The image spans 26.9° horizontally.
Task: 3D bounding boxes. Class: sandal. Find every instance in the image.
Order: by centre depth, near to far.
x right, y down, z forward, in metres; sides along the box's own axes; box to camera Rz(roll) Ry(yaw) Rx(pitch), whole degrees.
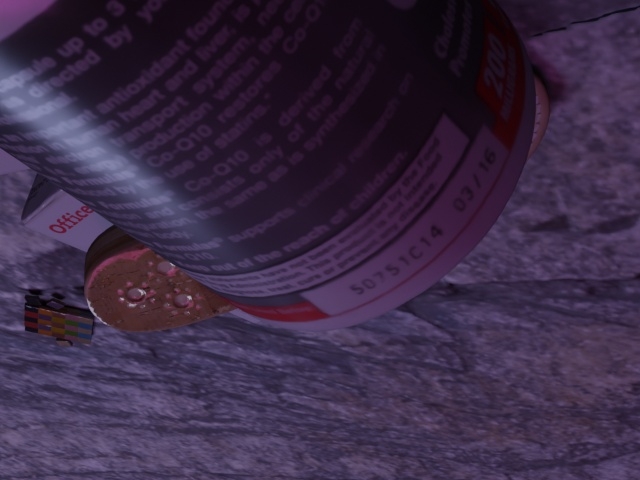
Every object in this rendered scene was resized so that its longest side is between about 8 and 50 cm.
[{"bbox_3d":[0.003,0.004,0.615,0.240,0.079,0.088,-22,131,10],"label":"sandal"}]

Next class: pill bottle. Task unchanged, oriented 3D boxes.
[{"bbox_3d":[-0.060,-0.096,0.450,0.161,0.161,0.283,-11,147,34],"label":"pill bottle"}]

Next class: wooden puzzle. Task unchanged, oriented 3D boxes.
[{"bbox_3d":[-0.188,0.058,0.964,0.049,0.006,0.083,13,153,-7],"label":"wooden puzzle"}]

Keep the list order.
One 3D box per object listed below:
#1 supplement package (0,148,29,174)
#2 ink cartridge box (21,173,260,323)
[{"bbox_3d":[-0.197,-0.087,0.572,0.179,0.105,0.105,-8,148,32],"label":"supplement package"},{"bbox_3d":[-0.063,-0.022,0.703,0.150,0.063,0.109,25,149,-27],"label":"ink cartridge box"}]
